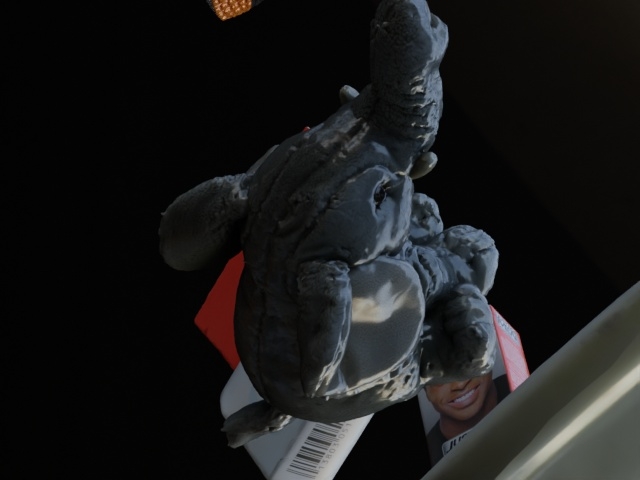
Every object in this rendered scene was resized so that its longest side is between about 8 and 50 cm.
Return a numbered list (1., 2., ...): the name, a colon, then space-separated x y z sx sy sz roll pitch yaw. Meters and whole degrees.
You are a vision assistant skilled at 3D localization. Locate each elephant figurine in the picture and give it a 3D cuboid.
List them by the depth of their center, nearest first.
1. elephant figurine: 0.000 0.000 0.822 0.169 0.239 0.186 0 -110 18

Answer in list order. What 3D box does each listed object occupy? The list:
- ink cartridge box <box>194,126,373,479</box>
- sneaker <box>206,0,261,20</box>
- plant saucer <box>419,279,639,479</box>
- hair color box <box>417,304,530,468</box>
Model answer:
1. ink cartridge box: -0.032 0.059 1.778 0.308 0.091 0.385 -59 -141 13
2. sneaker: -0.102 -0.330 1.458 0.121 0.099 0.262 49 -20 31
3. plant saucer: 0.185 0.069 0.633 0.100 0.400 0.400 51 -48 16
4. hair color box: 0.107 0.118 1.014 0.072 0.141 0.043 -32 -52 19
